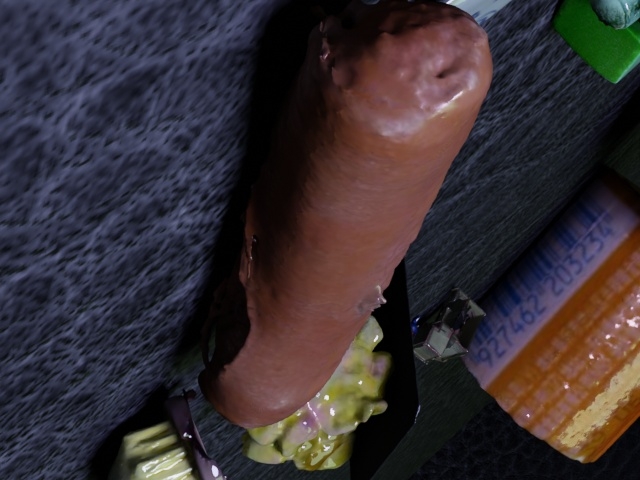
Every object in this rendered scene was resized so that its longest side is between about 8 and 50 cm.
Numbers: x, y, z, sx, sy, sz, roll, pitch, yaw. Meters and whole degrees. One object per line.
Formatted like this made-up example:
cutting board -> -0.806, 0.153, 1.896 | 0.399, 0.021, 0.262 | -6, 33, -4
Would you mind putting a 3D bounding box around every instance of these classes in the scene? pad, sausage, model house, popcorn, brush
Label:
pad -> 0.037, 0.078, 0.834 | 0.112, 0.003, 0.157 | 120, -24, -46
sausage -> 0.001, -0.002, 0.570 | 0.087, 0.079, 0.327 | -51, 172, -31
sausage -> 0.330, 0.086, 1.501 | 0.287, 0.233, 0.233 | -50, 166, 11
model house -> 0.119, 0.093, 1.273 | 0.058, 0.057, 0.083 | -21, -147, 53
popcorn -> -0.004, 0.092, 0.804 | 0.097, 0.089, 0.109 | -117, -135, -86
brush -> -0.099, 0.165, 0.815 | 0.067, 0.072, 0.313 | -19, 164, -11

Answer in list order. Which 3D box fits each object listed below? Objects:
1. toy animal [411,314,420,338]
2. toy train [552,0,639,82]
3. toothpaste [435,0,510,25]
toy animal -> 0.019, 0.135, 1.107 | 0.075, 0.041, 0.217 | -36, 168, -41
toy train -> 0.245, -0.198, 0.738 | 0.251, 0.085, 0.119 | -41, 171, -13
toothpaste -> 0.121, -0.158, 0.565 | 0.216, 0.037, 0.062 | -43, 167, 6
